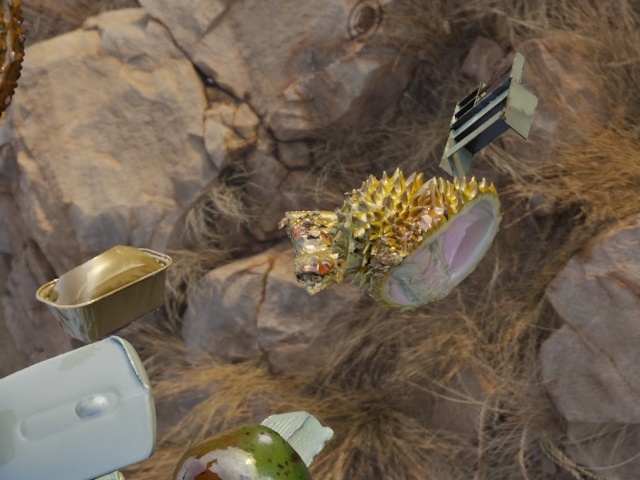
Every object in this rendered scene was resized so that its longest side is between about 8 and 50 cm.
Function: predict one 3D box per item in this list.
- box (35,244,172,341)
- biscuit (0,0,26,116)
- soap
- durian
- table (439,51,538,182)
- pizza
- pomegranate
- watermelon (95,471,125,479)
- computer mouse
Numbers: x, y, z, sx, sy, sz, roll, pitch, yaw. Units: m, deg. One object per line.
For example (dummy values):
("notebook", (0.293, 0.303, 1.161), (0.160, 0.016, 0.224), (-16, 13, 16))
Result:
("box", (-0.285, 0.062, 0.918), (0.111, 0.177, 0.111), (19, 123, 33))
("biscuit", (-0.401, -0.215, 0.622), (0.038, 0.305, 0.305), (4, 90, 30))
("soap", (-0.067, 0.362, 1.207), (0.063, 0.114, 0.198), (47, 151, -6))
("durian", (0.108, -0.008, 0.789), (0.138, 0.249, 0.183), (30, 86, 33))
("table", (0.273, -0.195, 1.093), (0.146, 0.062, 0.175), (-39, 20, 50))
("pizza", (0.000, 0.000, 1.424), (0.251, 0.287, 0.074), (21, 123, 35))
("pomegranate", (-0.107, 0.320, 0.838), (0.224, 0.181, 0.182), (-33, 63, 60))
("watermelon", (-0.434, 0.568, 1.403), (0.098, 0.121, 0.158), (25, 135, 32))
("computer mouse", (-0.262, 0.182, 0.660), (0.230, 0.079, 0.128), (-28, 74, 19))
